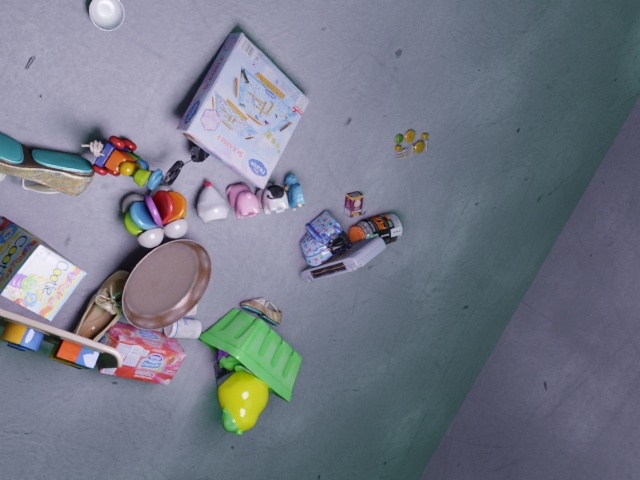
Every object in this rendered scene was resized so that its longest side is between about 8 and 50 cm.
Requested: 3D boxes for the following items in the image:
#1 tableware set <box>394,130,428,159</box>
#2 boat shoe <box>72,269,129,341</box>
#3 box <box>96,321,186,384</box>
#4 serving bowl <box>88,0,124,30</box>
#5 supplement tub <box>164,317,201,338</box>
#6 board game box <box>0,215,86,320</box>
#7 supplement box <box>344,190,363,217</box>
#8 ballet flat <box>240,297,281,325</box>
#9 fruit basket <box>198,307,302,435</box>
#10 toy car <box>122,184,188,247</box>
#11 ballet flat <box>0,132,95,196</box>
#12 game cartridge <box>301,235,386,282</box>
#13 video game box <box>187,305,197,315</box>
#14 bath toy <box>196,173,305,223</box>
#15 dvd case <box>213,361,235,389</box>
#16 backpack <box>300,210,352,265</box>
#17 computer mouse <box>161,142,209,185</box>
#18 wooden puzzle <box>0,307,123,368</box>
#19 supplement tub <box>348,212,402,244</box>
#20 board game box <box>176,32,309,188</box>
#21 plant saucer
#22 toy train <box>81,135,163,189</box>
[{"bbox_3d":[0.340,-0.367,2.195,0.154,0.024,0.104,-20,124,-25],"label":"tableware set"},{"bbox_3d":[-0.644,0.219,1.737,0.104,0.089,0.285,32,97,-14],"label":"boat shoe"},{"bbox_3d":[-0.580,0.361,1.875,0.256,0.122,0.128,26,100,-44],"label":"box"},{"bbox_3d":[-0.519,-0.552,1.412,0.083,0.027,0.083,-20,128,-27],"label":"serving bowl"},{"bbox_3d":[-0.462,0.294,1.960,0.107,0.071,0.071,12,109,-42],"label":"supplement tub"},{"bbox_3d":[-0.731,0.063,1.447,0.144,0.275,0.142,-57,136,-13],"label":"board game box"},{"bbox_3d":[0.122,-0.133,2.158,0.055,0.043,0.083,-17,127,-30],"label":"supplement box"},{"bbox_3d":[-0.213,0.248,2.139,0.206,0.073,0.067,40,62,-47],"label":"ballet flat"},{"bbox_3d":[-0.268,0.481,2.056,0.392,0.282,0.392,-14,111,-43],"label":"fruit basket"},{"bbox_3d":[-0.461,-0.080,1.643,0.182,0.159,0.136,-23,168,-24],"label":"toy car"},{"bbox_3d":[-0.734,-0.183,1.428,0.348,0.123,0.123,15,107,-42],"label":"ballet flat"},{"bbox_3d":[0.084,0.065,2.087,0.198,0.297,0.062,-40,104,-40],"label":"game cartridge"},{"bbox_3d":[-0.479,0.156,1.878,0.187,0.048,0.205,-6,120,-38],"label":"video game box"},{"bbox_3d":[-0.226,-0.135,1.835,0.348,0.151,0.129,-10,85,-29],"label":"bath toy"},{"bbox_3d":[-0.322,0.528,2.253,0.164,0.018,0.221,-20,128,-27],"label":"dvd case"},{"bbox_3d":[0.000,0.000,2.080,0.173,0.158,0.117,-35,125,1],"label":"backpack"},{"bbox_3d":[-0.375,-0.234,1.656,0.242,0.041,0.071,-52,165,-42],"label":"computer mouse"},{"bbox_3d":[-0.709,0.267,1.523,0.347,0.322,0.081,31,65,-21],"label":"wooden puzzle"},{"bbox_3d":[0.209,-0.031,2.238,0.190,0.117,0.117,-17,126,-30],"label":"supplement tub"},{"bbox_3d":[-0.211,-0.365,1.685,0.318,0.065,0.318,37,76,-44],"label":"board game box"},{"bbox_3d":[-0.468,0.127,1.766,0.310,0.050,0.311,-33,140,-33],"label":"plant saucer"},{"bbox_3d":[-0.500,-0.188,1.491,0.143,0.248,0.105,34,95,-1],"label":"toy train"}]
